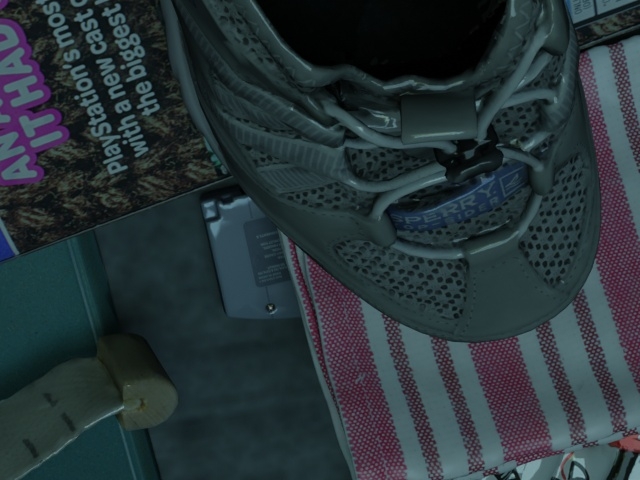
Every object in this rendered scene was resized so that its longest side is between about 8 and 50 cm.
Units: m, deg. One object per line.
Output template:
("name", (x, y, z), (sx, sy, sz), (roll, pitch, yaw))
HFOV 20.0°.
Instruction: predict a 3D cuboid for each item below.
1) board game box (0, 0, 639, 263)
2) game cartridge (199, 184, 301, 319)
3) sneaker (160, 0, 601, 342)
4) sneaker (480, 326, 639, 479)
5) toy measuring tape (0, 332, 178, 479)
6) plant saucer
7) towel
("board game box", (-0.024, -0.154, 0.510), (0.291, 0.141, 0.232), (-20, 138, -3))
("game cartridge", (0.000, 0.000, 0.685), (0.083, 0.017, 0.056), (-13, 109, -5))
("sneaker", (0.011, -0.046, 0.442), (0.105, 0.115, 0.281), (-27, 138, 5))
("sneaker", (0.141, 0.052, 0.691), (0.270, 0.090, 0.145), (-43, 115, 10))
("toy measuring tape", (-0.173, 0.166, 0.669), (0.330, 0.121, 0.121), (-35, 113, -2))
("plant saucer", (-0.102, 0.067, 0.691), (0.067, 0.018, 0.192), (-14, 114, -4))
("towel", (0.088, 0.001, 0.650), (0.197, 0.029, 0.144), (-14, 76, -7))
